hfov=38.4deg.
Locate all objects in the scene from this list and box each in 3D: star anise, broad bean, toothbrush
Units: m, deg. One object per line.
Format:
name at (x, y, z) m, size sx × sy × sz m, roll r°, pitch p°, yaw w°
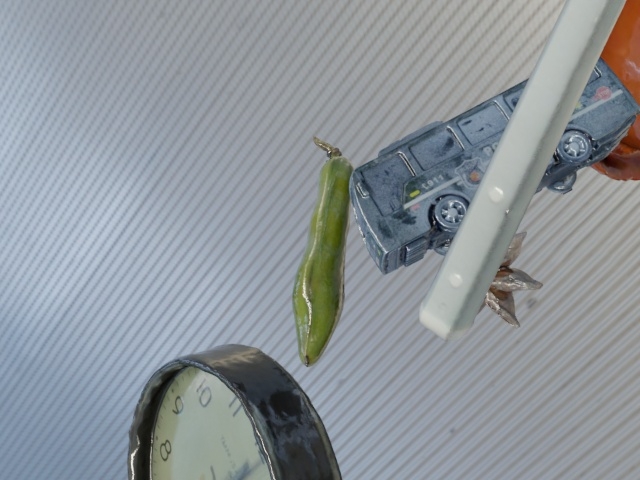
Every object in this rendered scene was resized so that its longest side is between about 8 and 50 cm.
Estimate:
star anise at (0.302, 0.066, 1.619) m, size 0.172 × 0.063 × 0.208 m, roll 40°, pitch 118°, yaw 26°
broad bean at (0.008, 0.001, 1.093) m, size 0.075 × 0.067 × 0.325 m, roll 129°, pitch 154°, yaw -58°
toothbrush at (0.103, -0.094, 0.333) m, size 0.025 × 0.030 × 0.342 m, roll 35°, pitch 125°, yaw 23°

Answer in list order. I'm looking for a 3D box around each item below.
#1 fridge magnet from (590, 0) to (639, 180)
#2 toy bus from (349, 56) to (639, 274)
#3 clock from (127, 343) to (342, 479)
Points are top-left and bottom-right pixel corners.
fridge magnet at (0.414, -0.233, 1.039) m, size 0.155 × 0.363 × 0.363 m, roll 38°, pitch 117°, yaw 45°
toy bus at (0.094, -0.044, 0.510) m, size 0.166 × 0.047 × 0.065 m, roll -28°, pitch 72°, yaw -7°
clock at (-0.056, 0.153, 0.531) m, size 0.184 × 0.040 × 0.184 m, roll 6°, pitch 98°, yaw 51°
